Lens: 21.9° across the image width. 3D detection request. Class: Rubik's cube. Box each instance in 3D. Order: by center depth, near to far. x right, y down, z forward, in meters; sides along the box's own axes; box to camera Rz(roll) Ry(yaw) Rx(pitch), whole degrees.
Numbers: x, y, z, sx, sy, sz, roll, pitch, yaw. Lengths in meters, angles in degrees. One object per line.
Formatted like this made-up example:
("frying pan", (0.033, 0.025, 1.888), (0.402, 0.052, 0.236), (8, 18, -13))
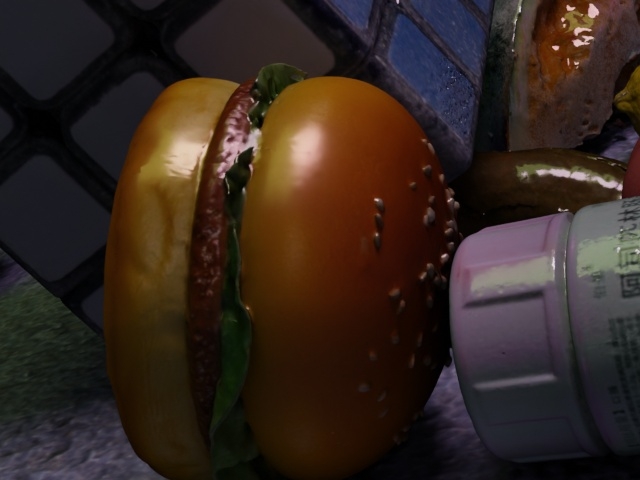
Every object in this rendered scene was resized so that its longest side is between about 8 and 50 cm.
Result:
("Rubik's cube", (-0.085, -0.142, 1.147), (0.304, 0.301, 0.305), (-34, 21, 29))

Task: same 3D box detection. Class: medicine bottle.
("medicine bottle", (0.162, 0.044, 0.844), (0.168, 0.135, 0.135), (-11, 18, 22))

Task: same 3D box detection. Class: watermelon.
("watermelon", (0.187, -0.179, 1.410), (0.188, 0.175, 0.322), (2, 18, 43))

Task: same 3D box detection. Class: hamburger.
("hamburger", (-0.008, 0.026, 0.898), (0.170, 0.246, 0.246), (-1, 21, 13))

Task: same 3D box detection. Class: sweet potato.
("sweet potato", (0.128, -0.013, 1.160), (0.286, 0.085, 0.112), (0, 53, 18))

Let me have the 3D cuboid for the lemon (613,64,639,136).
("lemon", (0.283, -0.109, 1.284), (0.111, 0.082, 0.082), (-9, 18, 2))

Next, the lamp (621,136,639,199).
("lamp", (0.269, -0.041, 0.994), (0.182, 0.140, 0.182), (-14, 13, 3))
